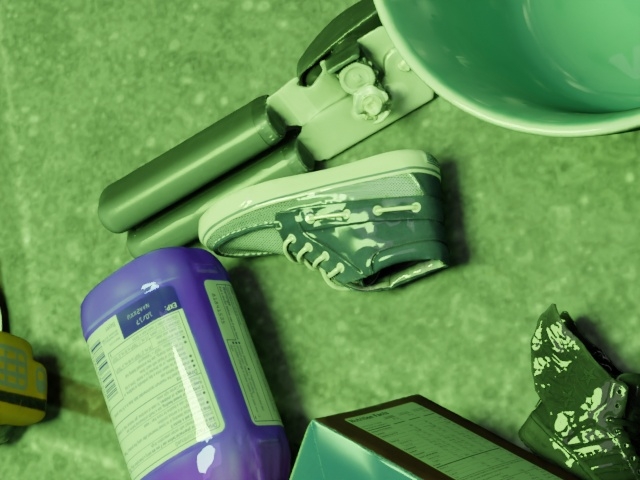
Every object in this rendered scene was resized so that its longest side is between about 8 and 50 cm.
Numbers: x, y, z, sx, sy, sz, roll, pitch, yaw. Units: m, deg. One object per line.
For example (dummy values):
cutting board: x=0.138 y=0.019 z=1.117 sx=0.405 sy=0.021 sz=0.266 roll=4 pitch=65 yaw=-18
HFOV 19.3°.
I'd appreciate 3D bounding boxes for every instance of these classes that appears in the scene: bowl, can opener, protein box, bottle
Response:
bowl: x=0.201 y=-0.199 z=1.246 sx=0.311 sy=0.163 sz=0.312 roll=-6 pitch=76 yaw=25
can opener: x=-0.039 y=-0.078 z=1.401 sx=0.280 sy=0.074 sz=0.093 roll=-32 pitch=31 yaw=15
protein box: x=0.077 y=0.234 z=1.189 sx=0.201 sy=0.136 sz=0.200 roll=27 pitch=107 yaw=29
bottle: x=-0.082 y=0.148 z=1.338 sx=0.118 sy=0.092 sz=0.283 roll=-35 pitch=66 yaw=32

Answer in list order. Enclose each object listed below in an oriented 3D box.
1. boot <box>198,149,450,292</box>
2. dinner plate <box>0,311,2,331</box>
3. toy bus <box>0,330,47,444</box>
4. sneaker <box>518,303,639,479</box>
boot: x=0.000 y=0.000 z=1.350 sx=0.190 sy=0.069 sz=0.086 roll=-17 pitch=65 yaw=21
dinner plate: x=-0.313 y=0.080 z=1.519 sx=0.141 sy=0.017 sz=0.141 roll=-7 pitch=74 yaw=26
toy bus: x=-0.379 y=0.104 z=1.476 sx=0.332 sy=0.108 sz=0.130 roll=-10 pitch=72 yaw=25
sneaker: x=0.194 y=0.124 z=1.233 sx=0.170 sy=0.051 sz=0.089 roll=39 pitch=101 yaw=32
